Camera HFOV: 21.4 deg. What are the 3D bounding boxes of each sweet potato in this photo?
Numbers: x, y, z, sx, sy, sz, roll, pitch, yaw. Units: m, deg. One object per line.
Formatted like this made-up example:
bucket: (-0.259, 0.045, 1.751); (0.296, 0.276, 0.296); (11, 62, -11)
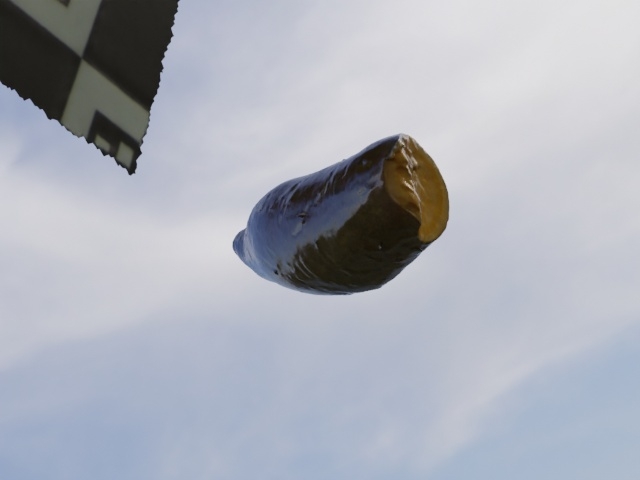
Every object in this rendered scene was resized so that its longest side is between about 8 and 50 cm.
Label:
sweet potato: (0.000, 0.000, 0.951); (0.077, 0.077, 0.243); (-14, -6, -27)

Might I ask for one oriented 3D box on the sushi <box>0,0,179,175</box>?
sushi: (-0.228, -0.243, 0.948); (0.100, 0.296, 0.373); (-8, -31, 39)
